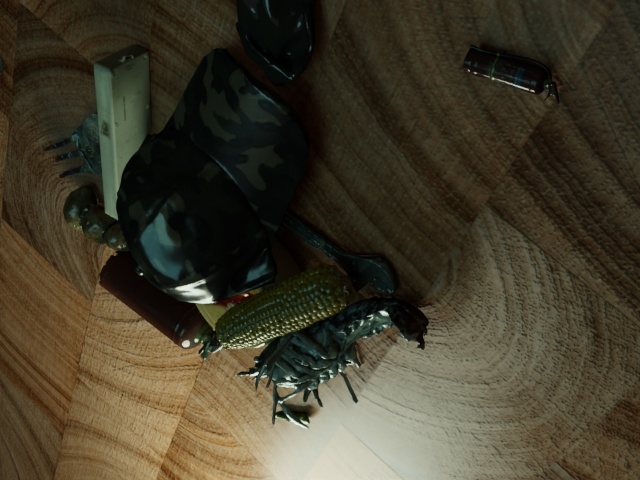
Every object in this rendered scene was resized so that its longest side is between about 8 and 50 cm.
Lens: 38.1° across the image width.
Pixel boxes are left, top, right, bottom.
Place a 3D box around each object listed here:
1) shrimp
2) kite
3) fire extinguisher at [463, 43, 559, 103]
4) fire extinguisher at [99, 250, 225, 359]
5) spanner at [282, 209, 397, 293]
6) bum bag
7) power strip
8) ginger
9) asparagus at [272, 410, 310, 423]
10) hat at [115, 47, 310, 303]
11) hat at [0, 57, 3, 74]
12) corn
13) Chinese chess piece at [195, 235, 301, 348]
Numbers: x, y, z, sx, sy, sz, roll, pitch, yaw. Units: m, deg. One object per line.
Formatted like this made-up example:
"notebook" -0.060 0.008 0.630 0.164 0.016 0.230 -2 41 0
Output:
"shrimp" 0.013 0.202 1.633 0.410 0.221 0.166 -38 54 28
"kite" -0.498 -0.184 1.942 0.245 0.015 0.141 -9 110 42
"fire extinguisher" 0.254 -0.220 1.212 0.132 0.039 0.056 24 141 29
"fire extinguisher" -0.301 0.127 1.925 0.337 0.106 0.147 33 114 20
"spanner" 0.000 0.000 1.609 0.325 0.026 0.093 35 135 21
"bum bag" -0.073 -0.385 1.370 0.142 0.079 0.326 14 123 27
"power strip" -0.367 -0.192 1.747 0.043 0.106 0.367 27 133 24
"ginger" -0.465 -0.038 1.965 0.204 0.080 0.104 34 120 24
"asparagus" -0.060 0.365 1.924 0.108 0.021 0.025 -3 111 44
"hat" -0.202 -0.103 1.530 0.366 0.257 0.382 40 148 15
"hat" -0.706 -0.359 1.998 0.058 0.042 0.087 37 103 13
"corn" -0.064 0.118 1.591 0.260 0.091 0.091 -26 106 20
"Chinese chess piece" -0.143 0.085 1.744 0.250 0.097 0.251 24 132 30
